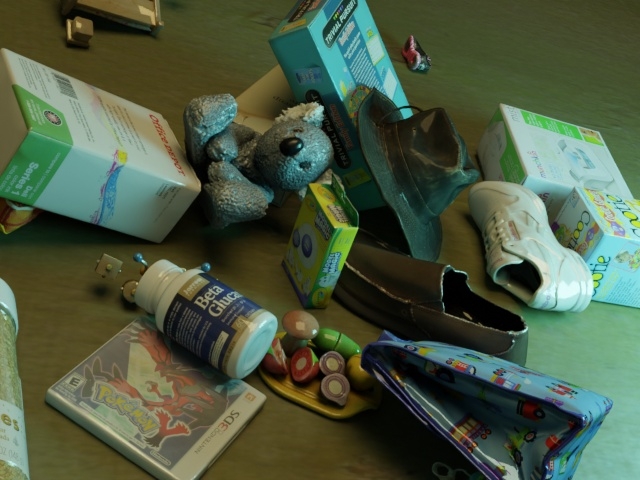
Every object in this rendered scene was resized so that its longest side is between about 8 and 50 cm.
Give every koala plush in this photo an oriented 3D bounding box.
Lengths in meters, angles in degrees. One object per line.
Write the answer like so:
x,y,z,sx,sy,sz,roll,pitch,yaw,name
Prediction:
-0.081,-0.122,1.394,0.221,0.203,0.196,-16,80,-14,koala plush

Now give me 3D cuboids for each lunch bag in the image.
0.193,0.192,1.163,0.293,0.138,0.221,30,9,25,lunch bag

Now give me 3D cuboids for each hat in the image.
0.183,-0.123,1.500,0.134,0.331,0.331,-19,30,20,hat

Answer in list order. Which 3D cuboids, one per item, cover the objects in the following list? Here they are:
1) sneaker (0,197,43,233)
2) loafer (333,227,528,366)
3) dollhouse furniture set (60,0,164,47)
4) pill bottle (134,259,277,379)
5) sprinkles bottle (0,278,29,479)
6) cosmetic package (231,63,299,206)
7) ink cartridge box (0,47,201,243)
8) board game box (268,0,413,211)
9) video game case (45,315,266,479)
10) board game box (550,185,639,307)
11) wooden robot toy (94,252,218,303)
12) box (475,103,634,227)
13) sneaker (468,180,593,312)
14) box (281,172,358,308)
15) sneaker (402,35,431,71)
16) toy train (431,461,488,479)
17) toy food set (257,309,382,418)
-0.411,-0.060,1.293,0.064,0.067,0.175,42,19,-2,sneaker
0.159,0.072,1.358,0.366,0.130,0.134,33,36,15,loafer
-0.408,-0.495,1.897,0.303,0.173,0.356,10,64,-38,dollhouse furniture set
-0.147,0.094,1.158,0.169,0.094,0.094,30,35,17,pill bottle
-0.362,0.186,0.936,0.121,0.121,0.355,3,40,-25,sprinkles bottle
-0.065,-0.200,1.620,0.160,0.113,0.309,27,34,6,cosmetic package
-0.333,-0.128,1.300,0.278,0.117,0.201,19,28,-43,ink cartridge box
0.051,-0.259,1.575,0.079,0.336,0.254,-11,31,28,board game box
-0.192,0.190,1.106,0.201,0.023,0.183,30,35,12,video game case
0.558,0.022,1.628,0.275,0.144,0.142,10,36,-18,board game box
-0.222,0.057,1.254,0.173,0.076,0.079,9,1,-17,wooden robot toy
0.445,-0.123,1.781,0.231,0.127,0.262,15,36,-13,box
0.329,0.000,1.558,0.152,0.114,0.305,-3,42,-33,sneaker
0.000,0.000,1.326,0.043,0.179,0.105,0,40,-28,box
0.229,-0.434,2.155,0.057,0.047,0.119,14,42,-23,sneaker
0.185,0.328,1.103,0.125,0.046,0.166,17,35,-7,toy train
-0.010,0.150,1.214,0.217,0.071,0.128,23,35,2,toy food set
